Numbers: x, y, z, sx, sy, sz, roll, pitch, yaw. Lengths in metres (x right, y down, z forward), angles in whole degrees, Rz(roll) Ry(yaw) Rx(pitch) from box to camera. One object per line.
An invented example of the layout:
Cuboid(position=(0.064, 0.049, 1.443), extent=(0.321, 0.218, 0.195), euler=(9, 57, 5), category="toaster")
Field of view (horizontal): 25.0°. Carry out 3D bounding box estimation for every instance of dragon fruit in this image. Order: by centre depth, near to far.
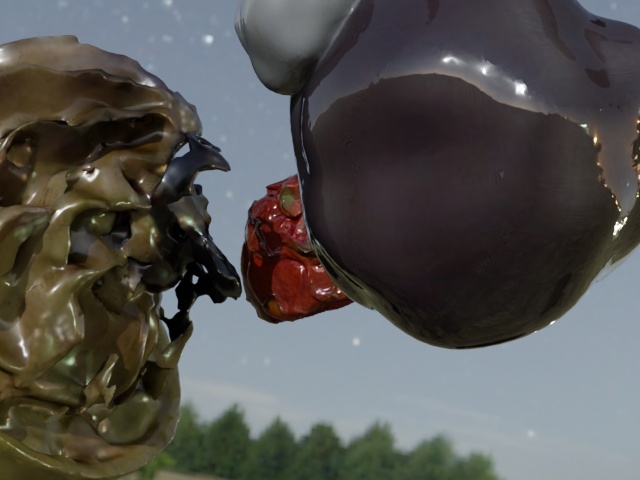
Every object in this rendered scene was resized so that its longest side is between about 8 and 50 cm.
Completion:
Cuboid(position=(0.000, 0.000, 1.138), extent=(0.162, 0.106, 0.083), euler=(-25, 20, 7), category="dragon fruit")

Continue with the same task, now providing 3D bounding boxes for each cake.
Cuboid(position=(-0.204, 0.029, 1.077), extent=(0.321, 0.332, 0.332), euler=(-39, -35, 22), category="cake")

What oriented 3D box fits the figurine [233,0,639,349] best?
Cuboid(position=(0.154, -0.068, 0.796), extent=(0.365, 0.206, 0.218), euler=(-15, 26, -27), category="figurine")
